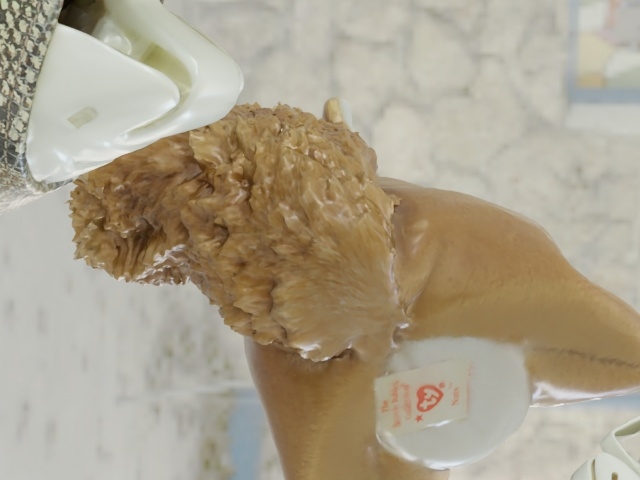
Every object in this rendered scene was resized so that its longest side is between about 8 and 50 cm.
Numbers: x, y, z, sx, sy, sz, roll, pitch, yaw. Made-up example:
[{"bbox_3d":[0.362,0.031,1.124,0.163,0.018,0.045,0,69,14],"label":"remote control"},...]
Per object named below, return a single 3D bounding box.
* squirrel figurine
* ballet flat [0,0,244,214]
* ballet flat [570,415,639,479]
[{"bbox_3d":[0.000,0.000,1.403,0.397,0.281,0.370,41,10,-34],"label":"squirrel figurine"},{"bbox_3d":[-0.091,-0.173,0.939,0.483,0.182,0.164,-65,167,17],"label":"ballet flat"},{"bbox_3d":[0.172,0.140,1.002,0.073,0.067,0.206,-51,168,30],"label":"ballet flat"}]
